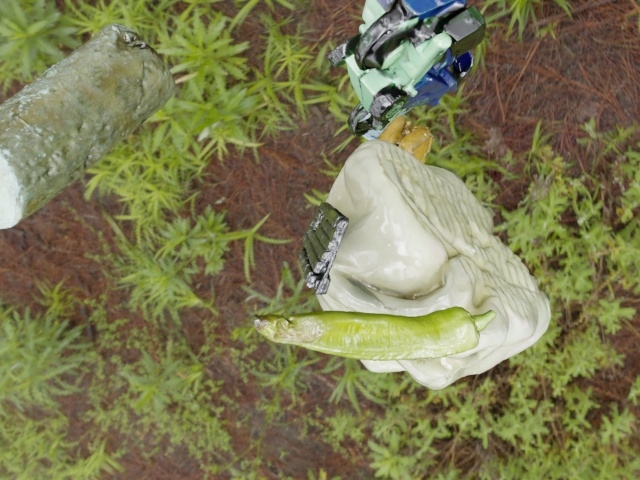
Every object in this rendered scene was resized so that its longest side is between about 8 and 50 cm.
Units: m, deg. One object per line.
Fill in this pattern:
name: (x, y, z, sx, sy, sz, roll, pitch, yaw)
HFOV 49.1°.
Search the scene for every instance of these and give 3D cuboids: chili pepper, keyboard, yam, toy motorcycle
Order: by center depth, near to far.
yam: (-0.188, -0.090, 0.520, 0.078, 0.179, 0.078, 24, 142, 20)
chili pepper: (0.040, 0.072, 0.534, 0.208, 0.049, 0.043, 1, 90, -25)
keyboard: (0.000, 0.000, 0.593, 0.018, 0.195, 0.060, 21, 95, -6)
toy motorcycle: (0.117, -0.233, 0.892, 0.196, 0.331, 0.125, -36, 81, -6)

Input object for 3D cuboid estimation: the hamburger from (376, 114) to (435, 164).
hamburger: (0.146, -0.141, 1.421, 0.108, 0.213, 0.214, 33, 119, 11)

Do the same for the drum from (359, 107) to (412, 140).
drum: (0.185, -0.276, 1.590, 0.130, 0.049, 0.253, 25, 161, -28)

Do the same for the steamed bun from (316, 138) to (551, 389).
steamed bun: (0.088, 0.045, 0.775, 0.207, 0.280, 0.268, -43, 69, 24)
